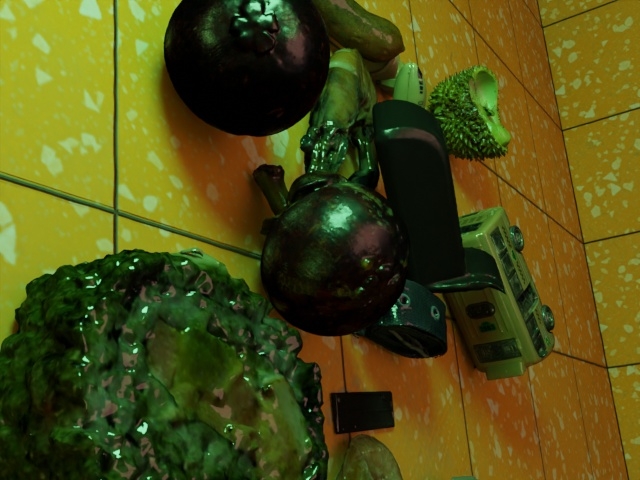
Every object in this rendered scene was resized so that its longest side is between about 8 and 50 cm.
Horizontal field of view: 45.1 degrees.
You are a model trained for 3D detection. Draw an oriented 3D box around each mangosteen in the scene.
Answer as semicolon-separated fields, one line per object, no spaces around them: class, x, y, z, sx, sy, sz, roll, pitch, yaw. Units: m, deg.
mangosteen;-0.101;-0.248;1.067;0.265;0.228;0.228;144;-66;-79
mangosteen;0.000;0.000;1.130;0.289;0.231;0.231;50;17;30

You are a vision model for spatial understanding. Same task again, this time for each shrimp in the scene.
shrimp;0.057;0.377;1.170;0.317;0.077;0.168;29;43;-57
shrimp;0.046;-0.179;1.380;0.445;0.085;0.272;-67;144;-57

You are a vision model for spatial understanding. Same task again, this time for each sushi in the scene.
sushi;-0.156;0.163;0.787;0.352;0.178;0.294;31;48;-47

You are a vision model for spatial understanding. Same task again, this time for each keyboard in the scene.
keyboard;0.075;0.285;1.293;0.202;0.011;0.067;16;65;-57

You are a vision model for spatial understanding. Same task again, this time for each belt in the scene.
belt;0.152;0.129;1.383;0.218;0.122;0.128;35;46;-47

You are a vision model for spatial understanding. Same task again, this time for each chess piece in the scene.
chess piece;0.143;-0.355;1.634;0.170;0.094;0.094;36;47;-57

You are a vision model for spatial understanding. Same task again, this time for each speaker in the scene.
speaker;0.220;-0.074;1.446;0.180;0.184;0.388;-87;163;-61

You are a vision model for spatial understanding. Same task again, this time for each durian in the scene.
durian;0.359;-0.304;1.881;0.200;0.176;0.237;-66;139;-61

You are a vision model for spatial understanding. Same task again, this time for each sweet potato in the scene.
sweet potato;0.040;-0.432;1.470;0.292;0.097;0.097;32;48;-25

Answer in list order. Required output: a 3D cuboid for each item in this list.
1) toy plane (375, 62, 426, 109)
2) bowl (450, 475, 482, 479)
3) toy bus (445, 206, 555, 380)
toy plane;0.175;-0.240;1.593;0.242;0.104;0.256;-54;139;-55
bowl;0.320;0.563;1.372;0.287;0.143;0.287;-10;90;-78
toy bus;0.386;0.126;1.738;0.202;0.177;0.365;-39;107;-54
